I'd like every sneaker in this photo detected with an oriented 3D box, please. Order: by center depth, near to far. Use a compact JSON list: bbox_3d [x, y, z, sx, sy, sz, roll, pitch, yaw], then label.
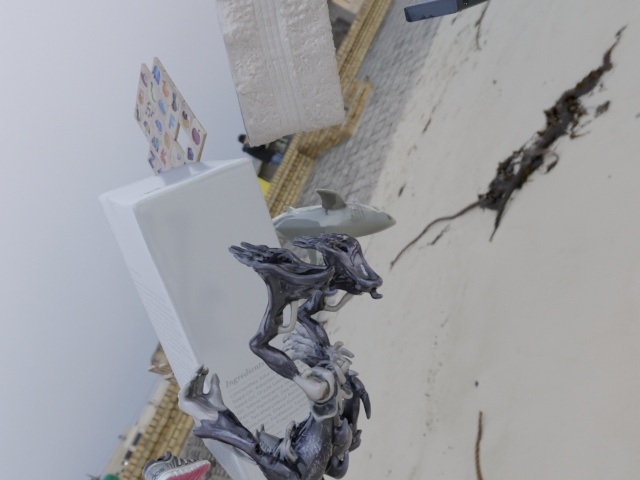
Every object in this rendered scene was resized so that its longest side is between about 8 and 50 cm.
[{"bbox_3d":[-0.272,0.431,0.980,0.063,0.074,0.170,-60,-23,-2],"label":"sneaker"}]

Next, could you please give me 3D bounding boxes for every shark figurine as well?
[{"bbox_3d":[-0.029,0.000,0.862,0.166,0.278,0.116,26,-123,-59],"label":"shark figurine"}]

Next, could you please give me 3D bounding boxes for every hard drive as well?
[{"bbox_3d":[0.189,-0.314,0.667,0.135,0.022,0.094,-28,25,-23],"label":"hard drive"}]

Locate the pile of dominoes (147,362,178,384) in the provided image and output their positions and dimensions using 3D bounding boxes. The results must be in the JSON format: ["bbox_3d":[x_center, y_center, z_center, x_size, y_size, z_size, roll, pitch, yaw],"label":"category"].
[{"bbox_3d":[-0.285,0.316,1.329,0.196,0.251,0.040,53,-155,-52],"label":"pile of dominoes"}]

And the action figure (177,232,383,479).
[{"bbox_3d":[-0.027,0.129,0.472,0.164,0.140,0.276,-17,-60,-48],"label":"action figure"}]

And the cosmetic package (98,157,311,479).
[{"bbox_3d":[-0.139,0.123,0.753,0.161,0.454,0.230,-27,20,-27],"label":"cosmetic package"}]

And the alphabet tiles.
[{"bbox_3d":[-0.269,-0.185,0.898,0.009,0.237,0.198,-15,-31,-36],"label":"alphabet tiles"}]

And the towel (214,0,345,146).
[{"bbox_3d":[-0.064,-0.316,0.876,0.049,0.187,0.282,-128,24,-67],"label":"towel"}]
